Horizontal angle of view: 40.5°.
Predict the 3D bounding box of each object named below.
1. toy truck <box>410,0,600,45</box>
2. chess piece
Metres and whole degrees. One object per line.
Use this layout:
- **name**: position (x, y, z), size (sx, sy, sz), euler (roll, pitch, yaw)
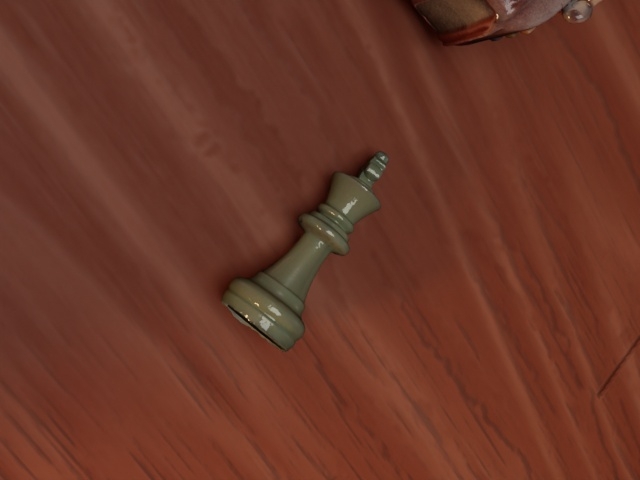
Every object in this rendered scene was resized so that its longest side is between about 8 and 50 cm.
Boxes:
- **toy truck**: position (0.165, -0.241, 0.570), size (0.270, 0.114, 0.135), euler (-43, 106, -12)
- **chess piece**: position (0.000, 0.000, 0.578), size (0.059, 0.059, 0.149), euler (43, 76, -22)
